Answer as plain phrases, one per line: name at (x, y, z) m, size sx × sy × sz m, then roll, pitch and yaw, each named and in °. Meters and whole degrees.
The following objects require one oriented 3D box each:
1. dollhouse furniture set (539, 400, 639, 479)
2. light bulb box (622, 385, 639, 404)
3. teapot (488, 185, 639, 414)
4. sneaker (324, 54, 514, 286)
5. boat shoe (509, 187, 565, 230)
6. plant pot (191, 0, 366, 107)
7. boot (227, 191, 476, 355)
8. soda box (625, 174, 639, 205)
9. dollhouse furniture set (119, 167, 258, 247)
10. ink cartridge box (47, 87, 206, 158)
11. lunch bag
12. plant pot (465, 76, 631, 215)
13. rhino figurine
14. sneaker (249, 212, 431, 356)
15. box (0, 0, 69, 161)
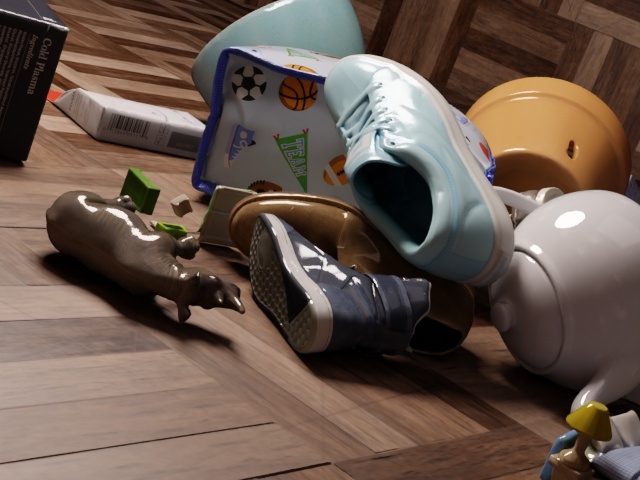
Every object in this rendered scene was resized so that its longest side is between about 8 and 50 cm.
dollhouse furniture set at (0.411, 0.201, 1.216) m, size 0.303 × 0.198 × 0.286 m, roll 5°, pitch 21°, yaw -47°
light bulb box at (0.578, 0.116, 1.720) m, size 0.358 × 0.225 × 0.361 m, roll 22°, pitch 15°, yaw 3°
teapot at (0.275, 0.064, 1.518) m, size 0.187 × 0.252 × 0.256 m, roll -12°, pitch 8°, yaw -22°
sneaker at (0.083, -0.104, 1.524) m, size 0.150 × 0.135 × 0.366 m, roll 14°, pitch 31°, yaw -46°
boat shoe at (0.289, 0.010, 1.789) m, size 0.097 × 0.116 × 0.324 m, roll 10°, pitch -14°, yaw 21°
plant pot at (-0.038, -0.241, 2.158) m, size 0.290 × 0.290 × 0.195 m, roll -2°, pitch 62°, yaw -58°
boot at (0.033, 0.036, 1.496) m, size 0.305 × 0.112 × 0.115 m, roll 23°, pitch 25°, yaw 0°
soda box at (0.533, -0.063, 2.443) m, size 0.098 × 0.091 × 0.286 m, roll 24°, pitch -3°, yaw 22°
dollhouse furniture set at (-0.155, -0.042, 1.552) m, size 0.152 × 0.076 × 0.058 m, roll 10°, pitch 19°, yaw -36°
ink cartridge box at (-0.298, -0.198, 1.979) m, size 0.189 × 0.066 × 0.232 m, roll 9°, pitch 23°, yaw -40°
lunch bag at (0.052, -0.123, 1.842) m, size 0.385 × 0.239 × 0.328 m, roll 14°, pitch 13°, yaw 5°
plant pot at (0.335, -0.087, 2.086) m, size 0.291 × 0.291 × 0.203 m, roll 23°, pitch 30°, yaw 5°
rhino figurine at (-0.172, 0.019, 1.309) m, size 0.243 × 0.073 × 0.106 m, roll 29°, pitch 12°, yaw 24°
sneaker at (0.022, 0.048, 1.417) m, size 0.163 × 0.086 × 0.226 m, roll 2°, pitch 31°, yaw -25°
box at (-0.516, -0.263, 1.647) m, size 0.313 × 0.179 × 0.343 m, roll 13°, pitch 16°, yaw -26°
